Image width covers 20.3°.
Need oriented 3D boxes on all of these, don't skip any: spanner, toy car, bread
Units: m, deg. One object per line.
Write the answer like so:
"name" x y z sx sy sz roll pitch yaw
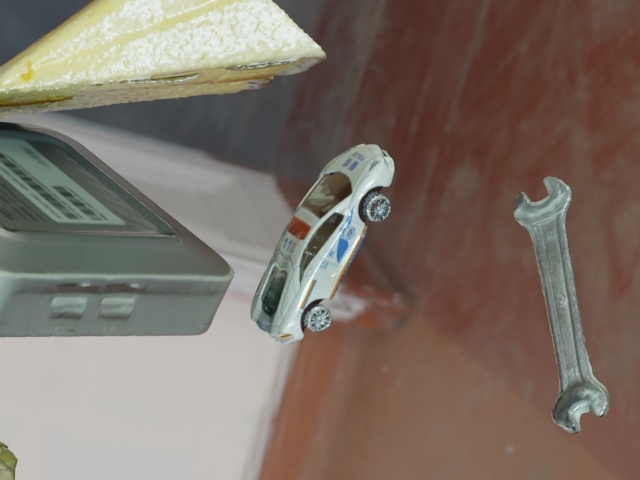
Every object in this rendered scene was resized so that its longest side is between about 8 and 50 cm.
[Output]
"spanner" 0.255 0.062 1.881 0.071 0.017 0.302 -20 56 19
"toy car" 0.000 0.000 1.654 0.205 0.056 0.095 -63 29 4
"bread" -0.244 -0.179 2.121 0.405 0.242 0.346 -40 8 -4

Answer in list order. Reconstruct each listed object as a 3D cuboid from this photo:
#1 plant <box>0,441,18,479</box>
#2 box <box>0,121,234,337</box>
"plant" -0.475 0.224 1.819 0.297 0.306 0.261 -40 72 23
"box" -0.348 -0.024 2.054 0.396 0.396 0.111 36 111 35
